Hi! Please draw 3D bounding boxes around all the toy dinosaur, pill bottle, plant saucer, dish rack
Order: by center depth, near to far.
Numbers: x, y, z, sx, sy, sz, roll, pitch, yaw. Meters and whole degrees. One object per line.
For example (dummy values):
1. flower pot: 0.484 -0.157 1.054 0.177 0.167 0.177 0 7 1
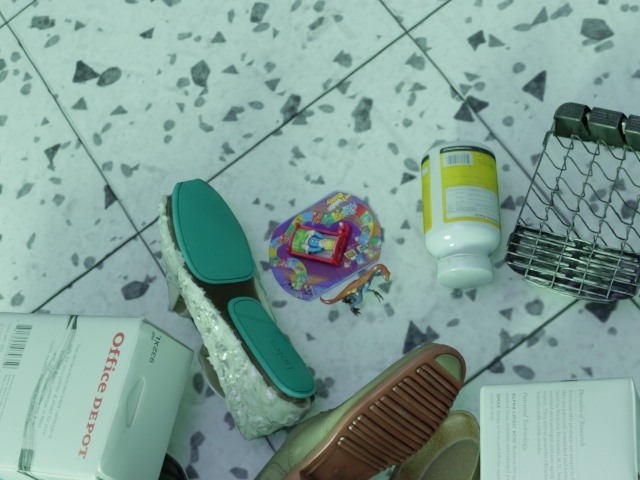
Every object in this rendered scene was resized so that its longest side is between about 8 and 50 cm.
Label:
1. plant saucer: 0.145 0.305 1.722 0.198 0.036 0.198 -48 19 22
2. dish rack: 0.367 -0.048 1.826 0.208 0.074 0.271 15 75 26
3. pill bottle: 0.189 -0.034 1.864 0.103 0.103 0.184 -8 66 17
4. toy dinosaur: 0.058 0.064 1.890 0.047 0.090 0.082 61 140 39

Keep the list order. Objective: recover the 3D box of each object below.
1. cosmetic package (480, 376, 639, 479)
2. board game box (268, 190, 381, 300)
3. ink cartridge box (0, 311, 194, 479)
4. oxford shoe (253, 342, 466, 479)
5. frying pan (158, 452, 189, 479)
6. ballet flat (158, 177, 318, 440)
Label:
1. cosmetic package: 0.296 0.260 1.671 0.184 0.151 0.151 -5 66 17
2. board game box: 0.000 0.000 1.959 0.169 0.033 0.133 -30 61 5
3. ink cartridge box: -0.350 0.224 1.901 0.307 0.129 0.223 0 65 34
4. oxford shoe: 0.033 0.240 1.782 0.348 0.123 0.130 -42 34 5
5. frying pan: -0.291 0.343 1.910 0.197 0.053 0.326 -46 49 -4
6. ballet flat: -0.144 0.100 1.922 0.147 0.147 0.409 -31 60 5
